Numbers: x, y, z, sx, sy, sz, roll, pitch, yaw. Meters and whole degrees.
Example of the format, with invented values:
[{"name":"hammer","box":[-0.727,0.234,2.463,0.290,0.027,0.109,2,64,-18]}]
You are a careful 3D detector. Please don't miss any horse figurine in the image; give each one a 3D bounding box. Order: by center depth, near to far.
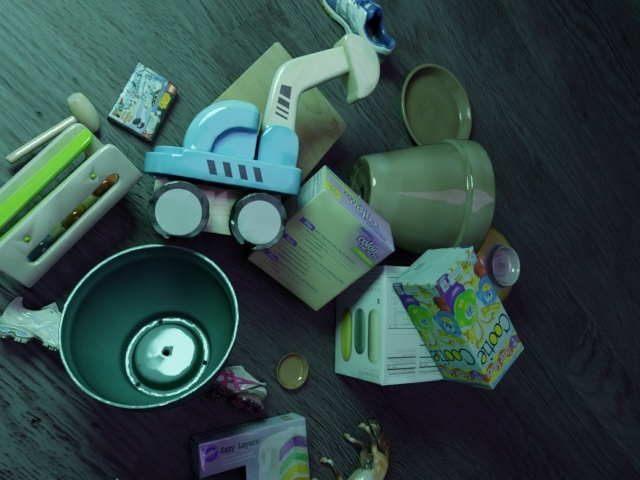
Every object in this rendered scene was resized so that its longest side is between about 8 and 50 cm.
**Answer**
[{"name":"horse figurine","box":[0.091,0.564,1.243,0.263,0.066,0.175,-42,101,-25]}]

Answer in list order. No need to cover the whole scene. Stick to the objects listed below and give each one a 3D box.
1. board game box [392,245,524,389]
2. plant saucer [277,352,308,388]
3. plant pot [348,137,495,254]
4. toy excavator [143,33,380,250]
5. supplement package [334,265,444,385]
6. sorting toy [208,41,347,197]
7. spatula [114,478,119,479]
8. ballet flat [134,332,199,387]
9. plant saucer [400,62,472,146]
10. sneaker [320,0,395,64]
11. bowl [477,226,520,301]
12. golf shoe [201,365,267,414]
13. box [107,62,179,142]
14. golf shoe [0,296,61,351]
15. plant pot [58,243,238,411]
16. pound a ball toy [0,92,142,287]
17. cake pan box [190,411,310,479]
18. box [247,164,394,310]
[{"name":"board game box","box":[0.307,0.169,1.131,0.144,0.142,0.275,-39,106,-29]},{"name":"plant saucer","box":[-0.068,0.306,1.199,0.083,0.015,0.084,3,84,-31]},{"name":"plant pot","box":[0.227,-0.102,1.274,0.280,0.323,0.324,2,84,-15]},{"name":"toy excavator","box":[-0.112,-0.210,1.006,0.432,0.222,0.446,7,94,-16]},{"name":"supplement package","box":[0.169,0.199,1.244,0.197,0.199,0.263,5,83,-31]},{"name":"sorting toy","box":[-0.108,-0.272,1.186,0.257,0.089,0.255,47,65,-20]},{"name":"spatula","box":[-0.401,0.607,0.971,0.168,0.019,0.242,-35,104,-35]},{"name":"ballet flat","box":[-0.309,0.251,1.046,0.168,0.057,0.052,-38,133,-25]},{"name":"plant saucer","box":[0.336,-0.377,1.494,0.277,0.041,0.278,3,85,-31]},{"name":"sneaker","box":[0.100,-0.602,1.320,0.112,0.131,0.297,-40,104,-26]},{"name":"bowl","box":[0.476,0.077,1.469,0.289,0.156,0.290,3,84,-32]},{"name":"golf shoe","box":[-0.201,0.306,1.099,0.186,0.067,0.086,32,39,-20]},{"name":"box","box":[-0.369,-0.288,1.065,0.093,0.027,0.137,30,71,-24]},{"name":"golf shoe","box":[-0.487,0.158,0.932,0.176,0.069,0.086,26,67,-28]},{"name":"plant pot","box":[-0.295,0.182,0.936,0.292,0.196,0.293,3,58,-5]},{"name":"pound a ball toy","box":[-0.474,-0.095,0.930,0.319,0.208,0.136,-50,147,-15]},{"name":"cake pan box","box":[-0.150,0.525,1.100,0.266,0.070,0.246,-1,84,-31]},{"name":"box","box":[0.000,0.000,1.131,0.213,0.243,0.117,40,26,-22]}]
